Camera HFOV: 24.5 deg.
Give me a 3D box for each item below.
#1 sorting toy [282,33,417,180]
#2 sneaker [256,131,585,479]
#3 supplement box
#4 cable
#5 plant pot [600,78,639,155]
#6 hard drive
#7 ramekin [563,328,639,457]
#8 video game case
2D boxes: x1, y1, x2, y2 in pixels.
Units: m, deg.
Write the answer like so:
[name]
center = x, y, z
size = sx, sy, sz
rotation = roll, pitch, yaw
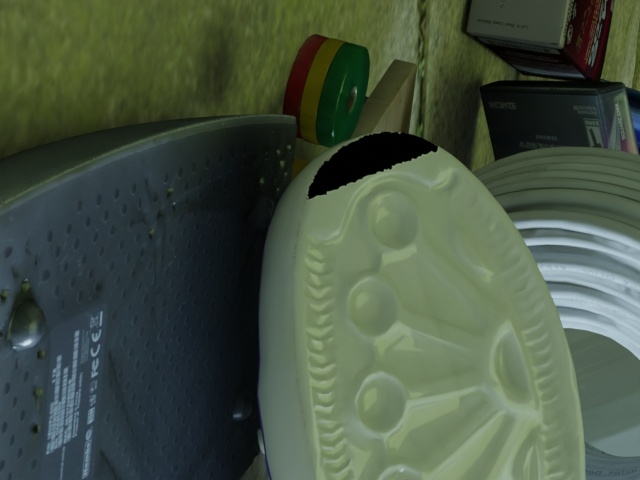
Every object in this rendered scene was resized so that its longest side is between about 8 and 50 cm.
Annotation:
[sorting toy]
center = 0.000, 0.000, 0.737
size = 0.132, 0.046, 0.275
rotation = -57, 158, -49
[sneaker]
center = 0.010, 0.124, 0.636
size = 0.130, 0.236, 0.323
rotation = -21, 96, -27
[supplement box]
center = 0.180, -0.200, 1.137
size = 0.239, 0.073, 0.130
rotation = 0, 100, -73
[cable]
center = 0.145, 0.077, 0.767
size = 0.089, 0.257, 0.257
rotation = -47, 164, -52
[plant pot]
center = 0.292, -0.009, 1.308
size = 0.212, 0.236, 0.236
rotation = -48, 158, -71
[hard drive]
center = -0.078, 0.042, 0.521
size = 0.254, 0.054, 0.172
rotation = -31, 130, -68
[ramekin]
center = 0.161, 0.148, 0.996
size = 0.277, 0.135, 0.277
rotation = 164, -90, -76
[video game case]
center = 0.191, 0.020, 1.062
size = 0.196, 0.026, 0.274
rotation = -160, -125, -72
